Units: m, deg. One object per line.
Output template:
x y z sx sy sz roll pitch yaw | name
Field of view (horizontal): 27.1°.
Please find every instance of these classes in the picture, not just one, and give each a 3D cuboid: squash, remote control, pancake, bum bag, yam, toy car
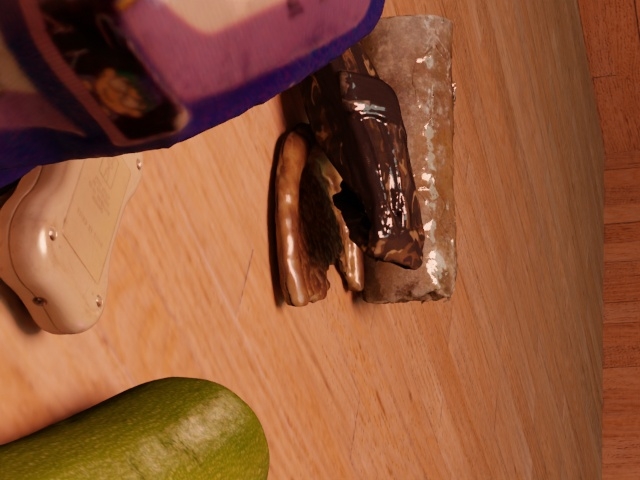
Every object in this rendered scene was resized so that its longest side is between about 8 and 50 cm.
-0.102 0.121 0.517 0.378 0.101 0.101 -13 98 -77 | squash
-0.116 -0.019 0.618 0.074 0.032 0.122 66 25 -45 | remote control
0.000 0.000 1.002 0.190 0.020 0.184 -75 154 -50 | pancake
0.025 -0.093 0.977 0.102 0.069 0.248 -5 77 -58 | bum bag
0.073 -0.069 1.140 0.093 0.093 0.259 33 54 -68 | yam
-0.087 -0.104 0.466 0.235 0.158 0.172 -37 125 -34 | toy car
